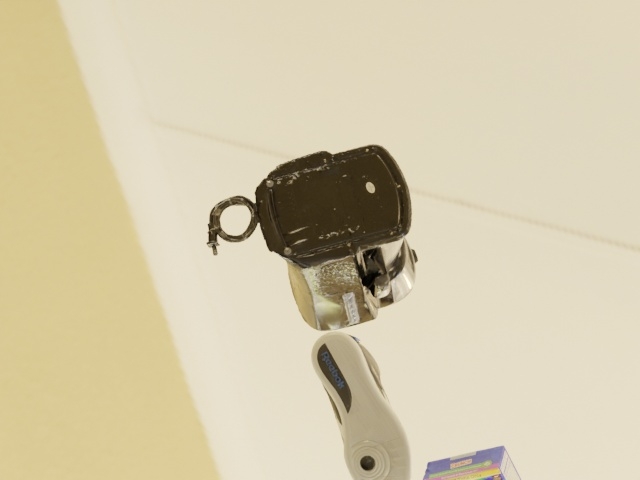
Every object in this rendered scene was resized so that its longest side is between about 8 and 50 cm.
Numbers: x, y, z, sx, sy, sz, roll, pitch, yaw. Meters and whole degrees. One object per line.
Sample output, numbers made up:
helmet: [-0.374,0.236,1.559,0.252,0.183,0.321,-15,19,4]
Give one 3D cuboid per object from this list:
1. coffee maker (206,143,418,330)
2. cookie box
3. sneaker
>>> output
coffee maker: [0.000,0.000,1.207,0.171,0.120,0.178,7,-23,8]
cookie box: [0.172,0.278,1.423,0.092,0.040,0.107,-17,-65,25]
sneaker: [0.060,0.207,1.592,0.121,0.079,0.217,4,65,-80]
